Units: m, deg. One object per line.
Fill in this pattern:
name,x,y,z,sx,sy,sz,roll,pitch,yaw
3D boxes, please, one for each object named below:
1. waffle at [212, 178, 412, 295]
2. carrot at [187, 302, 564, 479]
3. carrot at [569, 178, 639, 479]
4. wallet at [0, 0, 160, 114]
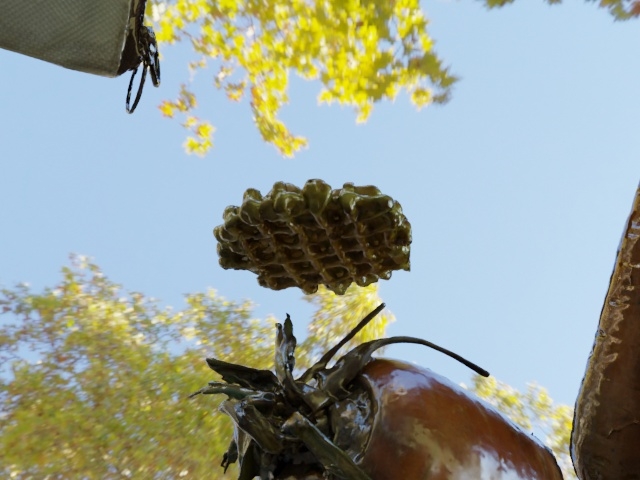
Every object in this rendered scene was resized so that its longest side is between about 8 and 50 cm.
waffle,-0.005,0.001,0.834,0.191,0.191,0.038,-3,-117,3
carrot,0.062,0.191,0.758,0.331,0.193,0.214,29,-65,-27
carrot,0.137,0.010,0.374,0.047,0.047,0.191,13,-84,4
wallet,-0.236,-0.286,0.756,0.275,0.068,0.335,11,-105,-23
